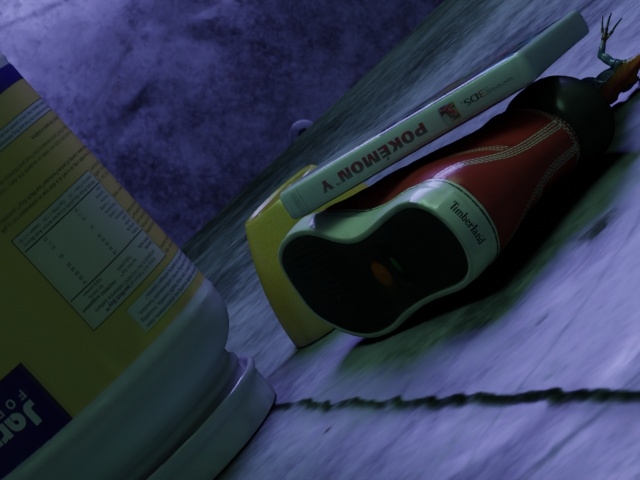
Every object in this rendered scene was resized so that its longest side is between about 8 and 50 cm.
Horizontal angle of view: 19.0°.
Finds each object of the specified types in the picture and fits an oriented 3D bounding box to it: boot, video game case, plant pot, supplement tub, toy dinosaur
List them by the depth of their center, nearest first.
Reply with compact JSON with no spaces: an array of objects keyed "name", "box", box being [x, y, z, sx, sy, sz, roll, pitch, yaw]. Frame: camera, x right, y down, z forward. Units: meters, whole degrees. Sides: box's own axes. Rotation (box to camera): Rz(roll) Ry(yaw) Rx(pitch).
[{"name":"boot","box":[0.085,-0.028,1.234,0.176,0.088,0.244,-41,10,-29]},{"name":"video game case","box":[0.080,-0.085,1.257,0.183,0.023,0.201,-30,3,22]},{"name":"toy dinosaur","box":[0.202,-0.104,1.288,0.082,0.047,0.090,-22,53,46]},{"name":"supplement tub","box":[-0.215,0.052,1.326,0.241,0.331,0.241,-41,7,6]},{"name":"plant pot","box":[0.000,0.000,1.431,0.134,0.095,0.134,-41,8,7]}]
